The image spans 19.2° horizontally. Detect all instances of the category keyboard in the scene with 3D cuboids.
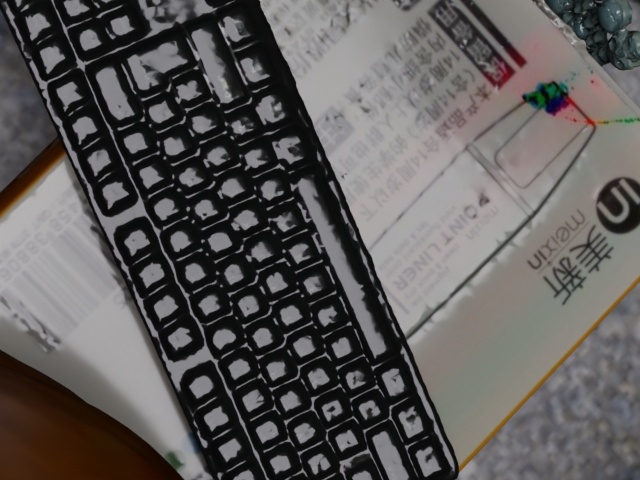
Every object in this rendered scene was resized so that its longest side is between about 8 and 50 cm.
[{"bbox_3d":[-0.049,-0.028,0.730,0.101,0.018,0.310,-24,95,-12],"label":"keyboard"}]

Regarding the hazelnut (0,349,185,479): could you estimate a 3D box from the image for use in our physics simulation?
[{"bbox_3d":[-0.163,0.195,0.651,0.372,0.372,0.315,34,45,-13],"label":"hazelnut"}]

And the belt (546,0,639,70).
[{"bbox_3d":[0.115,-0.171,0.841,0.100,0.065,0.179,-36,98,-19],"label":"belt"}]

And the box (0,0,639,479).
[{"bbox_3d":[0.000,0.000,0.798,0.274,0.091,0.221,-43,101,-9],"label":"box"}]
